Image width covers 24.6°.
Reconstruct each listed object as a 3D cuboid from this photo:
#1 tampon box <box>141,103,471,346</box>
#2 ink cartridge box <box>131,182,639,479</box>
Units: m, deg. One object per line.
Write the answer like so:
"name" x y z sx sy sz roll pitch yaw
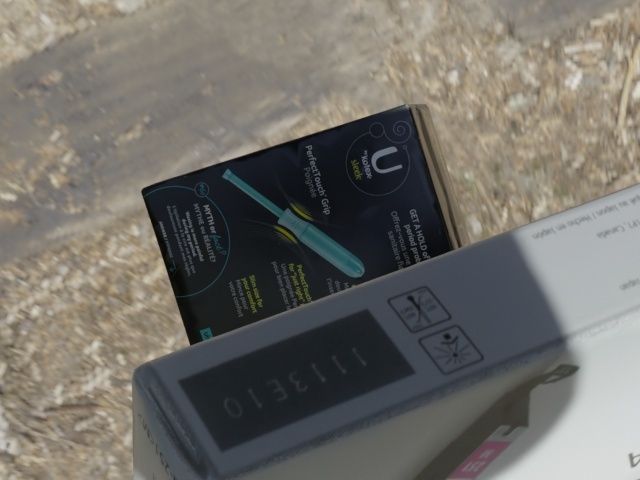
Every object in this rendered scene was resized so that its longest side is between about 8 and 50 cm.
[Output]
"tampon box" 0.000 0.000 0.853 0.161 0.101 0.121 -16 92 12
"ink cartridge box" 0.060 0.095 0.581 0.275 0.239 0.060 -19 51 -23
